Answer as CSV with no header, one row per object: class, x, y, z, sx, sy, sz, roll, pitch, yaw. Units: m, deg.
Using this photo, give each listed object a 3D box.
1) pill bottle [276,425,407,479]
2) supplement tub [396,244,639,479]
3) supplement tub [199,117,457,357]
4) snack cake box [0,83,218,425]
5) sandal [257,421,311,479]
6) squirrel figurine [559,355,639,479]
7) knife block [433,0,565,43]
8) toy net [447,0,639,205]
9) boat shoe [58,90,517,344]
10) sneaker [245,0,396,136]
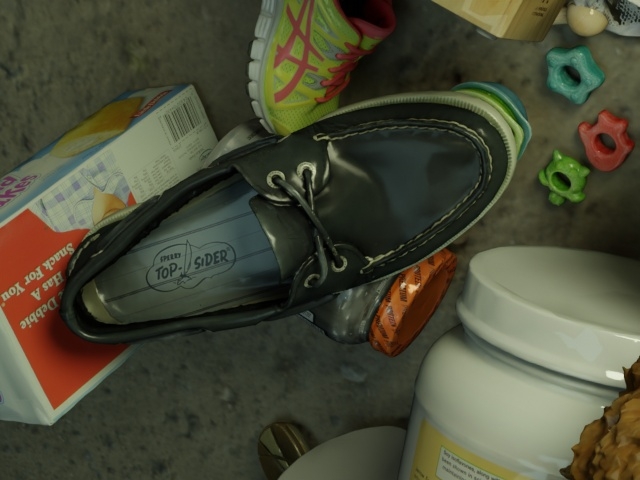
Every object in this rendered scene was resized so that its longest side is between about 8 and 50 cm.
pill bottle,0.073,0.307,1.417,0.160,0.160,0.283,-7,116,43
supplement tub,0.166,0.190,1.127,0.241,0.241,0.331,19,107,29
supplement tub,0.000,0.000,1.276,0.190,0.117,0.117,32,136,16
snack cake box,-0.178,0.006,1.318,0.089,0.264,0.152,-1,119,42
sandal,0.001,0.242,1.520,0.072,0.049,0.180,-22,91,41
squirrel figurine,0.273,0.252,0.921,0.397,0.281,0.370,27,133,21
knife block,0.114,-0.246,0.951,0.276,0.088,0.242,32,105,18
toy net,0.167,-0.111,1.102,0.122,0.045,0.232,42,138,7
boat shoe,-0.033,-0.005,1.152,0.340,0.113,0.127,-13,104,19
sneaker,0.007,-0.144,1.187,0.094,0.081,0.208,22,133,23
